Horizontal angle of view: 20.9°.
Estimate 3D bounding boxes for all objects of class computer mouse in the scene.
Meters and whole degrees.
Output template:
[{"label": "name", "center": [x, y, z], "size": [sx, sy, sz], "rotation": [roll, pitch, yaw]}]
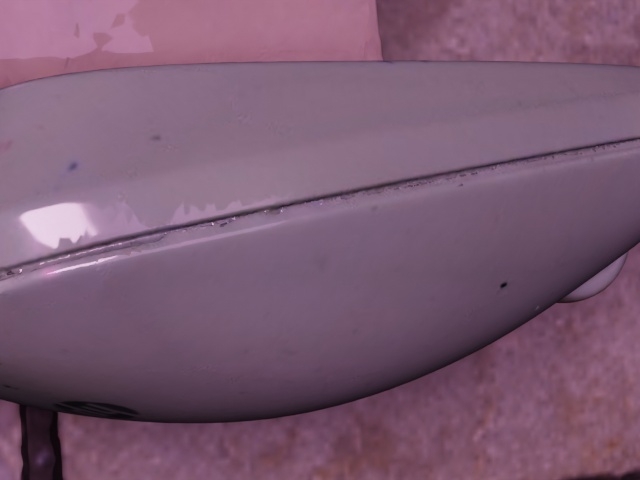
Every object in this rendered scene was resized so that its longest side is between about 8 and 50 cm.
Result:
[{"label": "computer mouse", "center": [0.000, 0.006, 0.547], "size": [0.288, 0.159, 0.097], "rotation": [-1, 76, -27]}]

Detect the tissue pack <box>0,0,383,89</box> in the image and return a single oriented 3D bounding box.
[{"label": "tissue pack", "center": [-0.079, -0.207, 0.551], "size": [0.170, 0.071, 0.325], "rotation": [-8, 95, -28]}]
